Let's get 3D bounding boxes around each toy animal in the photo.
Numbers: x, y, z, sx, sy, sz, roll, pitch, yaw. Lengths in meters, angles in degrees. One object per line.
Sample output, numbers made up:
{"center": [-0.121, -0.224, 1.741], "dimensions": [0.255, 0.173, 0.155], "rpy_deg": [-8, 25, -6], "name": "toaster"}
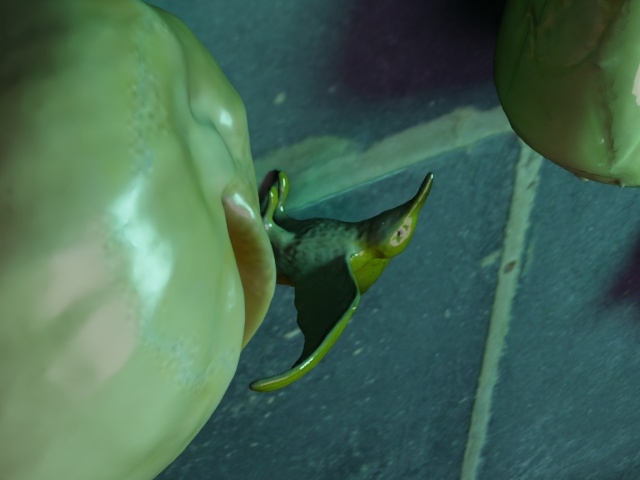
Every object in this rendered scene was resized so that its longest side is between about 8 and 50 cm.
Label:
{"center": [0.000, 0.000, 0.791], "dimensions": [0.155, 0.095, 0.219], "rpy_deg": [-58, 177, 28], "name": "toy animal"}

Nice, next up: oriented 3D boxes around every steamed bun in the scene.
{"center": [0.222, -0.163, 0.742], "dimensions": [0.273, 0.166, 0.232], "rpy_deg": [-17, 129, -32], "name": "steamed bun"}

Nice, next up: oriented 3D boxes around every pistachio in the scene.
{"center": [-0.142, 0.018, 0.625], "dimensions": [0.229, 0.230, 0.309], "rpy_deg": [5, 132, -42], "name": "pistachio"}
